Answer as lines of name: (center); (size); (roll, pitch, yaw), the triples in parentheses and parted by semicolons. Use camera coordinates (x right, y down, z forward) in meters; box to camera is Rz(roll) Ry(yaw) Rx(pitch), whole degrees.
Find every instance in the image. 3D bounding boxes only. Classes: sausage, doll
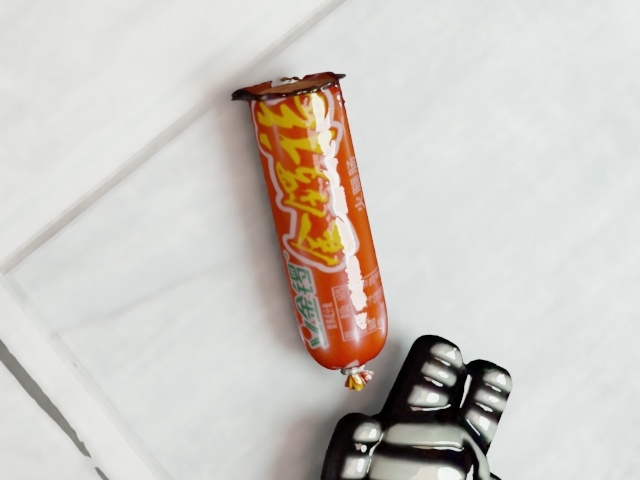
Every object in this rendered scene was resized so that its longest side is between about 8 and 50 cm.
sausage: (0.000, 0.000, 0.677); (0.050, 0.048, 0.145); (-17, 108, -17)
doll: (0.023, 0.150, 0.702); (0.091, 0.067, 0.219); (27, 81, -24)
